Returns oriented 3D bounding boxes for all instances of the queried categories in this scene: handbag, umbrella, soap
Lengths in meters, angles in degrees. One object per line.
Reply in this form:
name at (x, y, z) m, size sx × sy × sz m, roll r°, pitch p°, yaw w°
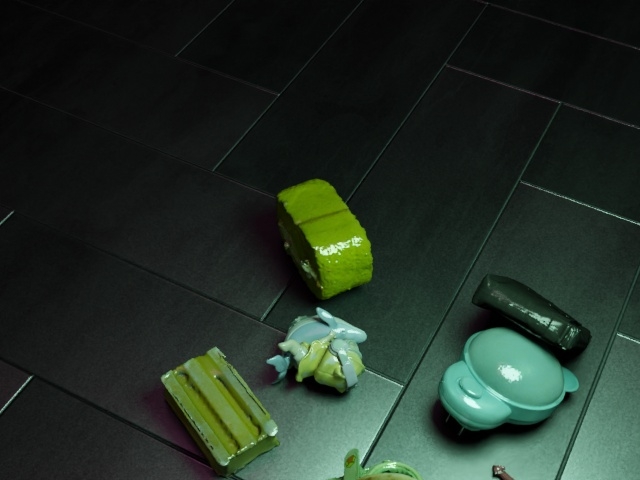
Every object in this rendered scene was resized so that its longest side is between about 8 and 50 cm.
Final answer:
handbag at (0.430, 0.144, 1.833) m, size 0.223 × 0.247 × 0.080 m, roll 27°, pitch 94°, yaw 23°
umbrella at (0.376, 0.465, 1.674) m, size 0.027 × 0.025 × 0.165 m, roll -45°, pitch 58°, yaw -8°
soap at (-0.193, 0.326, 1.752) m, size 0.135 × 0.076 × 0.233 m, roll -28°, pitch 56°, yaw -24°

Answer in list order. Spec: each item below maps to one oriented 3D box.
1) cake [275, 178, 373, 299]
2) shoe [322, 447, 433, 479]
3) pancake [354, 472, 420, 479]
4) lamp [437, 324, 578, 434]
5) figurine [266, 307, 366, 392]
cake at (0.000, 0.000, 1.979) m, size 0.156 × 0.179 × 0.261 m, roll -18°, pitch 48°, yaw -17°
shoe at (0.075, 0.455, 1.626) m, size 0.262 × 0.128 × 0.140 m, roll -1°, pitch 34°, yaw -6°
pancake at (0.075, 0.564, 1.442) m, size 0.382 × 0.071 × 0.383 m, roll -16°, pitch 59°, yaw 28°
lamp at (0.349, 0.266, 1.767) m, size 0.284 × 0.147 × 0.209 m, roll -28°, pitch 52°, yaw -23°
figurine at (-0.004, 0.227, 1.817) m, size 0.208 × 0.128 × 0.184 m, roll -25°, pitch 56°, yaw -11°
